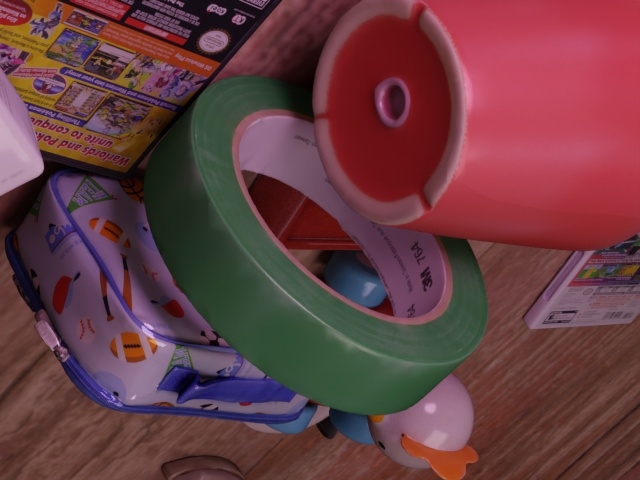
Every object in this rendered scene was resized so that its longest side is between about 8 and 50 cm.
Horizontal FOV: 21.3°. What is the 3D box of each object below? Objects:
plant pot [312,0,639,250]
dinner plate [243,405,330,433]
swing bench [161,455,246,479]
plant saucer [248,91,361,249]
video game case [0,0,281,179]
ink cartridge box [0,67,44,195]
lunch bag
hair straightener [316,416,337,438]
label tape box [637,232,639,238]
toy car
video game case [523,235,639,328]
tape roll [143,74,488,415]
[{"bbox_3d":[0.145,-0.116,1.476,0.243,0.275,0.275,-4,138,-40],"label":"plant pot"},{"bbox_3d":[-0.030,0.176,1.950,0.141,0.017,0.141,-12,133,-13],"label":"dinner plate"},{"bbox_3d":[-0.115,0.427,2.025,0.165,0.253,0.254,-1,136,-41],"label":"swing bench"},{"bbox_3d":[0.066,-0.076,1.703,0.258,0.047,0.259,1,135,-42],"label":"plant saucer"},{"bbox_3d":[-0.182,-0.169,1.368,0.248,0.035,0.275,-47,147,20],"label":"video game case"},{"bbox_3d":[-0.416,-0.126,1.180,0.308,0.091,0.385,-27,131,1],"label":"ink cartridge box"},{"bbox_3d":[-0.130,0.060,1.525,0.303,0.243,0.115,9,128,-49],"label":"lunch bag"},{"bbox_3d":[0.040,0.148,1.980,0.089,0.047,0.230,-8,140,-35],"label":"hair straightener"},{"bbox_3d":[0.505,0.015,1.943,0.241,0.333,0.106,-2,137,-40],"label":"label tape box"},{"bbox_3d":[0.076,0.164,1.812,0.210,0.238,0.219,12,119,-35],"label":"toy car"},{"bbox_3d":[0.375,0.041,2.159,0.201,0.023,0.183,0,135,-40],"label":"video game case"},{"bbox_3d":[0.000,0.000,1.470,0.321,0.321,0.077,8,135,-47],"label":"tape roll"}]
